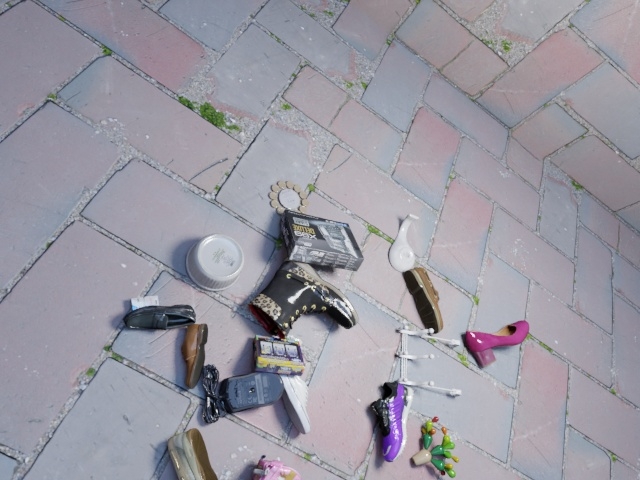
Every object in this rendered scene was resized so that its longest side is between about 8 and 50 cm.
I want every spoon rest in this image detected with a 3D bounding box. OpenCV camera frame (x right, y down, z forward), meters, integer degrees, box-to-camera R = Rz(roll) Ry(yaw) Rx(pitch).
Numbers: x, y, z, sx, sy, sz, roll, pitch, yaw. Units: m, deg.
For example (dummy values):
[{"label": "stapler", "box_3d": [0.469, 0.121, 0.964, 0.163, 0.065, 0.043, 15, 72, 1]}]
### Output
[{"label": "spoon rest", "box_3d": [0.397, 0.016, 2.087, 0.137, 0.084, 0.276, 21, 73, -18]}]

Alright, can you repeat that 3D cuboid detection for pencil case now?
[{"label": "pencil case", "box_3d": [-0.205, 0.856, 1.319, 0.167, 0.160, 0.386, 38, 56, -10]}]

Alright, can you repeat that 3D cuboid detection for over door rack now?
[{"label": "over door rack", "box_3d": [0.478, 0.508, 1.881, 0.324, 0.108, 0.240, 18, 61, -21]}]

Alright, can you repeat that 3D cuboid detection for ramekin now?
[{"label": "ramekin", "box_3d": [-0.375, 0.072, 1.609, 0.207, 0.109, 0.207, 12, 63, -24]}]

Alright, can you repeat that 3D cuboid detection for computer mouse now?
[{"label": "computer mouse", "box_3d": [-0.262, 0.506, 1.506, 0.272, 0.072, 0.189, -1, 70, -16]}]

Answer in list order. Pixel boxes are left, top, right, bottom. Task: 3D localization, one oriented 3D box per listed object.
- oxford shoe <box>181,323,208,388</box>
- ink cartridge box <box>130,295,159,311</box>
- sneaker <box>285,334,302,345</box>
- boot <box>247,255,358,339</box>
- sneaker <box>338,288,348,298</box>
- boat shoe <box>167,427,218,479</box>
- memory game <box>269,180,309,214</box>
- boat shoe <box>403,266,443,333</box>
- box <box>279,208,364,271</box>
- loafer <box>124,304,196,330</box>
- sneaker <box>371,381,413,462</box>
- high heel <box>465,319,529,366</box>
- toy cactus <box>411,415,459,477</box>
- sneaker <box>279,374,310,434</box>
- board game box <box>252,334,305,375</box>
[{"label": "oxford shoe", "box_3d": [-0.428, 0.383, 1.477, 0.076, 0.076, 0.212, 1, 67, 4]}, {"label": "ink cartridge box", "box_3d": [-0.585, 0.214, 1.478, 0.083, 0.028, 0.048, -4, 71, -30]}, {"label": "sneaker", "box_3d": [-0.108, 0.379, 1.663, 0.083, 0.032, 0.037, 25, 58, -16]}, {"label": "boot", "box_3d": [-0.063, 0.262, 1.675, 0.377, 0.138, 0.284, 45, 54, 0]}, {"label": "sneaker", "box_3d": [0.095, 0.238, 1.809, 0.069, 0.038, 0.098, 46, 10, -11]}, {"label": "boat shoe", "box_3d": [-0.376, 0.727, 1.329, 0.098, 0.109, 0.302, -21, 82, 3]}, {"label": "memory game", "box_3d": [-0.135, -0.176, 1.910, 0.186, 0.012, 0.186, 11, 64, -24]}, {"label": "boat shoe", "box_3d": [0.490, 0.260, 1.996, 0.104, 0.110, 0.307, -12, 75, -31]}, {"label": "box", "box_3d": [0.000, 0.000, 1.803, 0.307, 0.077, 0.242, 12, 33, -24]}, {"label": "loafer", "box_3d": [-0.521, 0.257, 1.455, 0.223, 0.076, 0.078, -1, 29, -31]}, {"label": "sneaker", "box_3d": [0.254, 0.679, 1.693, 0.146, 0.102, 0.293, 28, 53, -10]}, {"label": "high heel", "box_3d": [0.845, 0.427, 2.099, 0.377, 0.127, 0.181, -27, 93, -31]}, {"label": "toy cactus", "box_3d": [0.439, 0.824, 1.738, 0.180, 0.112, 0.219, -17, 79, -14]}, {"label": "sneaker", "box_3d": [-0.081, 0.545, 1.565, 0.091, 0.094, 0.258, -17, 78, -32]}, {"label": "board game box", "box_3d": [-0.150, 0.406, 1.567, 0.170, 0.048, 0.141, 13, 25, -18]}]
